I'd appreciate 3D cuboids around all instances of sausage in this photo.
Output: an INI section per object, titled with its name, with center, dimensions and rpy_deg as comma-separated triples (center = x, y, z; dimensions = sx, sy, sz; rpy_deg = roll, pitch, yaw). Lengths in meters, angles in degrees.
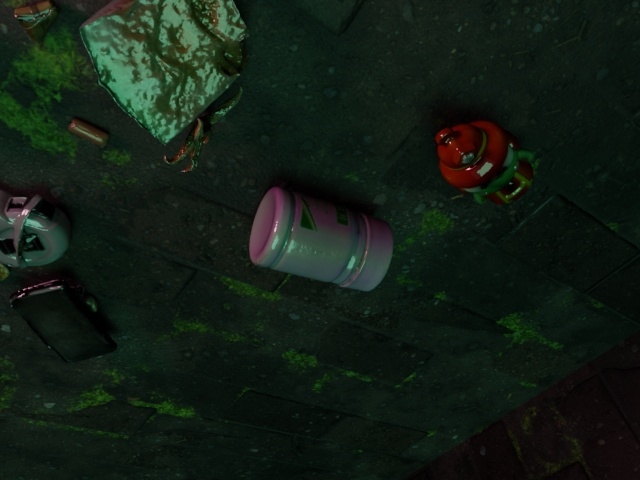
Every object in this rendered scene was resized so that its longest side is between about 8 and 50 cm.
[sausage]
center = -0.511, -0.238, 1.104
dimensions = 0.083, 0.034, 0.034
rpy_deg = 25, 123, -28

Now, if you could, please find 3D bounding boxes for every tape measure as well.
[tape measure]
center = -0.714, -0.023, 1.211
dimensions = 0.197, 0.120, 0.236
rpy_deg = -6, 137, -8

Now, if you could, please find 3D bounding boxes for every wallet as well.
[wallet]
center = -0.734, 0.241, 1.439
dimensions = 0.173, 0.045, 0.317
rpy_deg = -16, 133, -2

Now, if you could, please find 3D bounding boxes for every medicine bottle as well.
[medicine bottle]
center = 0.000, 0.000, 1.299
dimensions = 0.326, 0.212, 0.212
rpy_deg = 15, 128, -21

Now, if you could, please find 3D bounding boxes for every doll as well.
[doll]
center = 0.385, -0.198, 1.211
dimensions = 0.363, 0.160, 0.183
rpy_deg = 15, 133, -46

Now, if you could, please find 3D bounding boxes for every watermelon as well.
[watermelon]
center = -0.277, -0.366, 0.975
dimensions = 0.302, 0.151, 0.264
rpy_deg = -34, 128, -3

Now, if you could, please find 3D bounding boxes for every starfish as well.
[starfish]
center = -0.243, -0.238, 1.060
dimensions = 0.057, 0.213, 0.238
rpy_deg = 36, 106, -11

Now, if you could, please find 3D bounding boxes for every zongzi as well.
[zongzi]
center = -0.521, -0.407, 0.948
dimensions = 0.076, 0.040, 0.083
rpy_deg = -17, 145, -3

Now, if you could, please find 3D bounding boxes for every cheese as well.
[cheese]
center = -0.749, 0.207, 1.463
dimensions = 0.194, 0.043, 0.064
rpy_deg = -15, 136, 3

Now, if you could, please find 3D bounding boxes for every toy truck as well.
[toy truck]
center = -0.717, 0.149, 1.420
dimensions = 0.084, 0.039, 0.044
rpy_deg = 6, 136, -18

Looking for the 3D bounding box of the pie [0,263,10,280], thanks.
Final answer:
[pie]
center = -0.878, 0.082, 1.339
dimensions = 0.085, 0.019, 0.084
rpy_deg = -5, 133, -5
